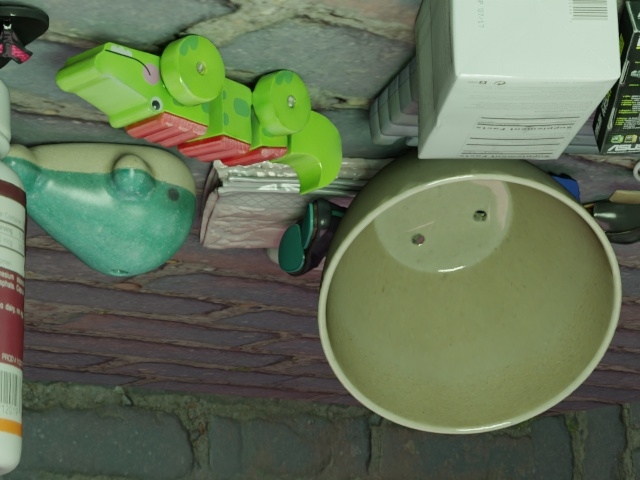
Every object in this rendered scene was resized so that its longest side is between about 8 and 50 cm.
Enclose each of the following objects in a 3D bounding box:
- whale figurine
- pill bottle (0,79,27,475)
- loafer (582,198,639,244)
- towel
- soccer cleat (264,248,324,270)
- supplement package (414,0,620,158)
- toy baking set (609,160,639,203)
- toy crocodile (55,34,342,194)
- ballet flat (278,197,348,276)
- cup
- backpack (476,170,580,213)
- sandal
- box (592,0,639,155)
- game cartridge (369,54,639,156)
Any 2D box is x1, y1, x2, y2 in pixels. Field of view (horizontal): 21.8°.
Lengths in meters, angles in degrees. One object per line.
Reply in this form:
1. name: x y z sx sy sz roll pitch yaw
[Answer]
1. whale figurine: -0.271 -0.037 1.905 0.272 0.141 0.216 11 162 -41
2. pill bottle: -0.406 0.034 1.646 0.224 0.392 0.224 -2 166 0
3. loafer: 0.383 -0.027 2.204 0.061 0.062 0.170 16 157 -40
4. towel: 0.015 -0.041 2.120 0.331 0.053 0.317 1 167 -6
5. soccer cleat: 0.016 0.015 2.344 0.196 0.068 0.076 6 180 -24
6. supplement package: 0.161 -0.165 1.427 0.133 0.139 0.244 0 168 -4
7. toy baking set: 0.493 -0.086 2.039 0.196 0.030 0.256 18 151 -40
8. toy crocodile: -0.112 -0.124 1.639 0.115 0.105 0.340 -12 162 38
9. ballet flat: 0.000 0.000 2.038 0.074 0.074 0.203 2 163 -13
10. cup: 0.154 0.019 1.886 0.331 0.331 0.237 -1 -151 -4
11. backpack: 0.270 -0.032 2.082 0.098 0.101 0.120 2 164 -45
12. sandal: -0.297 -0.176 1.535 0.067 0.040 0.179 5 165 -25
13. box: 0.364 -0.154 1.554 0.190 0.045 0.184 -4 143 -4
14. game cartridge: 0.250 -0.146 1.696 0.355 0.068 0.230 2 162 -14
